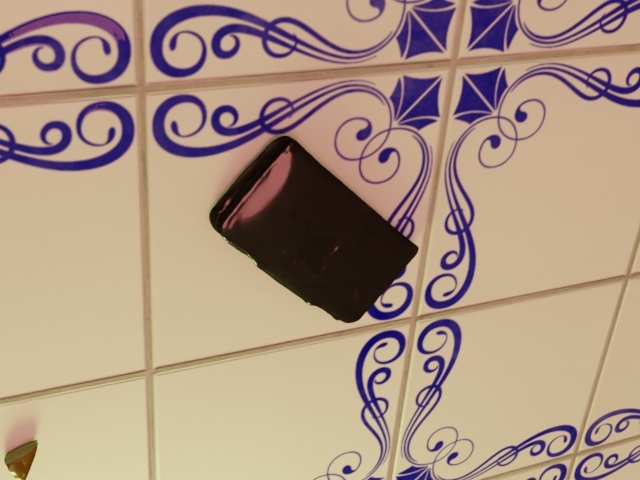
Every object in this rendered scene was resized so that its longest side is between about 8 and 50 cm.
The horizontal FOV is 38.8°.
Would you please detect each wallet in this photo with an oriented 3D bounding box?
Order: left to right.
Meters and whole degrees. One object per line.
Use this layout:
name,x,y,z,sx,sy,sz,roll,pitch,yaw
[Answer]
wallet,0.000,0.000,1.482,0.197,0.051,0.377,-49,129,5

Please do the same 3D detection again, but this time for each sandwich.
sandwich,-0.491,0.360,1.478,0.044,0.031,0.083,11,112,-36
